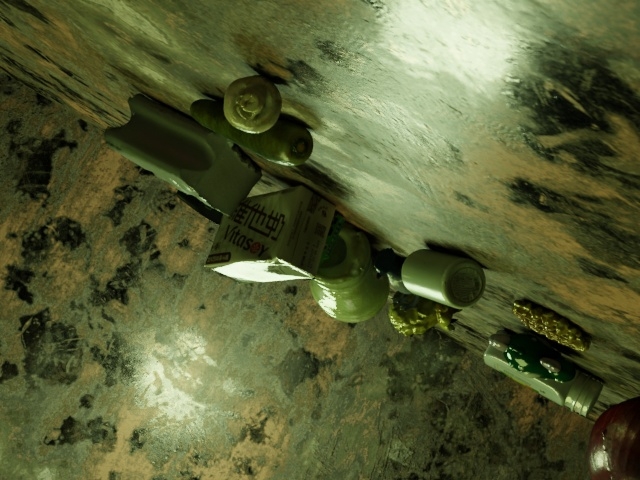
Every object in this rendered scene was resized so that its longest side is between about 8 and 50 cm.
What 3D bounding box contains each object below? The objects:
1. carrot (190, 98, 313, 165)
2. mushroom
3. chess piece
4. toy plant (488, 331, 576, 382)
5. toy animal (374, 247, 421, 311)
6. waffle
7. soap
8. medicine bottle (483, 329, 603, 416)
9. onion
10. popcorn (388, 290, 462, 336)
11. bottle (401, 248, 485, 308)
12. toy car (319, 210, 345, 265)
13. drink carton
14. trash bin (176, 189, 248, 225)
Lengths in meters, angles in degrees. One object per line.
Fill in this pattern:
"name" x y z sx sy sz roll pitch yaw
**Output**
"carrot" -0.136 -0.197 1.371 0.074 0.074 0.359 35 174 -42
"mushroom" -0.096 -0.192 1.107 0.084 0.083 0.067 31 -171 -6
"chess piece" 0.068 0.085 2.196 0.234 0.234 0.442 29 169 15
"toy plant" 0.556 0.304 2.059 0.233 0.112 0.243 23 178 21
"toy animal" 0.239 0.098 2.069 0.256 0.176 0.239 -9 -155 -36
"waffle" 0.491 0.183 1.681 0.191 0.038 0.191 30 174 4
"soap" -0.326 -0.204 1.915 0.302 0.158 0.258 30 177 23
"medicine bottle" 0.646 0.384 2.280 0.324 0.124 0.179 26 174 27
"onion" 0.752 0.495 1.744 0.341 0.341 0.341 30 175 3
"popcorn" 0.298 0.203 2.263 0.195 0.168 0.173 15 131 30
"bottle" 0.243 0.074 1.653 0.104 0.104 0.245 32 174 -20
"toy car" 0.000 0.000 1.956 0.063 0.165 0.071 27 172 -40
"drink carton" -0.130 -0.008 1.933 0.132 0.194 0.325 29 158 -35
"trash bin" -0.317 -0.151 2.296 0.115 0.165 0.225 33 177 -33
